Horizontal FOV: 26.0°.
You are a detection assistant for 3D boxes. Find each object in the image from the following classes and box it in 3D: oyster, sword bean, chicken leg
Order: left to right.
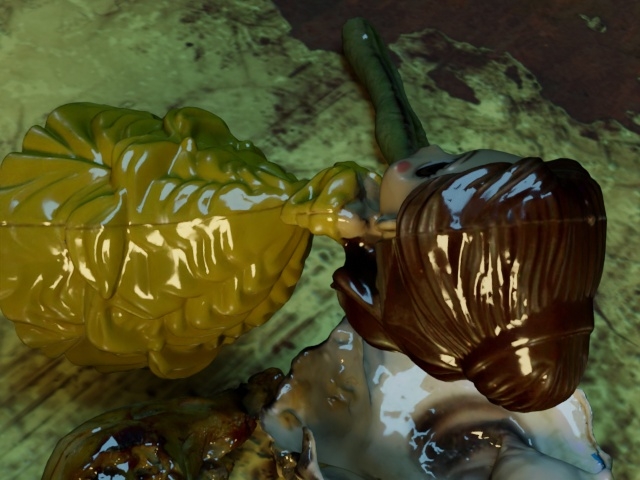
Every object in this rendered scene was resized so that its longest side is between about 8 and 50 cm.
[{"bbox_3d":[-0.075,0.120,0.771,0.093,0.070,0.178,37,35,22],"label":"chicken leg"},{"bbox_3d":[0.057,-0.082,1.049,0.043,0.038,0.269,22,34,-32],"label":"sword bean"},{"bbox_3d":[0.073,0.125,0.792,0.214,0.083,0.223,26,39,9],"label":"oyster"}]

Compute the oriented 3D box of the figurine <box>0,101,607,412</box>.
[{"bbox_3d":[0.000,-0.004,0.734,0.315,0.187,0.168,-1,63,36],"label":"figurine"}]
